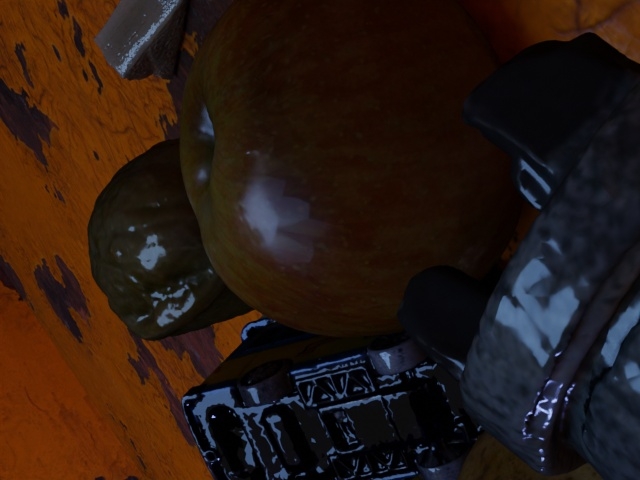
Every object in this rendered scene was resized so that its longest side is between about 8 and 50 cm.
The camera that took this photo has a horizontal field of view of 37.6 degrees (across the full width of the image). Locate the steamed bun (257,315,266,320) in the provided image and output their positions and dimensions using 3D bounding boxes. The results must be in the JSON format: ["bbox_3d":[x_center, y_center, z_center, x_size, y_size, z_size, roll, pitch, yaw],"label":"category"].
[{"bbox_3d":[0.012,0.130,1.083,0.141,0.172,0.155,58,173,17],"label":"steamed bun"}]

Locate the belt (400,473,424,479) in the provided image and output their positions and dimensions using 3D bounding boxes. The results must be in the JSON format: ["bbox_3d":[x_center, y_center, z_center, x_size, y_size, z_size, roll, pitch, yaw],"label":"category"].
[{"bbox_3d":[0.147,0.287,0.877,0.150,0.257,0.207,54,142,38],"label":"belt"}]

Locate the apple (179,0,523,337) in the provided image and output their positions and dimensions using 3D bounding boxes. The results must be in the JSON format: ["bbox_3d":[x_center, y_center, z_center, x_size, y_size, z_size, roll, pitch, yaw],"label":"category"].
[{"bbox_3d":[0.007,-0.074,0.744,0.309,0.250,0.277,45,152,33],"label":"apple"}]

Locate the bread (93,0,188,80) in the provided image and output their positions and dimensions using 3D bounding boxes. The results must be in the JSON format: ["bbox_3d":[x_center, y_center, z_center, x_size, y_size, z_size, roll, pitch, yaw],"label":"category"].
[{"bbox_3d":[-0.195,-0.271,1.158,0.152,0.105,0.077,-41,78,32],"label":"bread"}]

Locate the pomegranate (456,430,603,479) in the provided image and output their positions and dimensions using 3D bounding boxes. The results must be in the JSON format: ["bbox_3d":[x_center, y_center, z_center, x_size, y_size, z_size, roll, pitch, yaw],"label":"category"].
[{"bbox_3d":[0.224,0.224,0.650,0.281,0.281,0.281,42,149,32],"label":"pomegranate"}]

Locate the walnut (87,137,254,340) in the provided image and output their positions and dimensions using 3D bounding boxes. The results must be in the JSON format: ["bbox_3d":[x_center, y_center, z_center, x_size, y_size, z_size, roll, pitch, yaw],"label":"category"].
[{"bbox_3d":[-0.161,-0.002,1.126,0.227,0.283,0.283,39,164,-26],"label":"walnut"}]

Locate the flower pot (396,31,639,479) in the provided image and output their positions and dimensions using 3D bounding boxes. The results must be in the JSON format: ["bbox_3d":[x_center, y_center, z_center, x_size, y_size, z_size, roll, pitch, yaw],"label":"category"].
[{"bbox_3d":[0.214,0.009,0.466,0.283,0.299,0.299,37,147,29],"label":"flower pot"}]

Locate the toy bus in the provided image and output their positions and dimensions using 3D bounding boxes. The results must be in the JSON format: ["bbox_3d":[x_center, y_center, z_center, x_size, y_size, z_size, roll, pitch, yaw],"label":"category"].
[{"bbox_3d":[0.038,0.135,0.861,0.287,0.175,0.138,-17,104,26],"label":"toy bus"}]
